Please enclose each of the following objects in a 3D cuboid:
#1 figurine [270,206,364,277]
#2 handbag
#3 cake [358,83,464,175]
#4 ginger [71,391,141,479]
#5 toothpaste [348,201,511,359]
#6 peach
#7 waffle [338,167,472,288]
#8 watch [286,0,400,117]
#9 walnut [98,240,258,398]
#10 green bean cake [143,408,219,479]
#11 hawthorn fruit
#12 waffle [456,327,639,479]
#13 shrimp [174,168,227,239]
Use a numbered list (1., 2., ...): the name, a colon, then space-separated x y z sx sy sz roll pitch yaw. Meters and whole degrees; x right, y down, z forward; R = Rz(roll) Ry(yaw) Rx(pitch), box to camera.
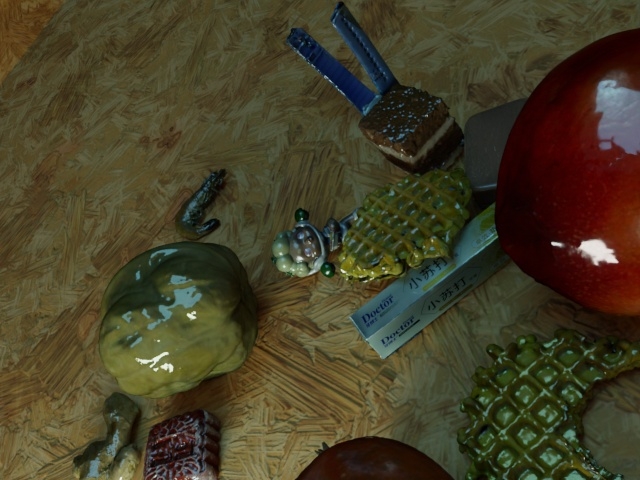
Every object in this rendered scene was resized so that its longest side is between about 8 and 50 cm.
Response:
1. figurine: -0.001 0.000 1.430 0.197 0.093 0.147 -30 71 10
2. handbag: 0.321 -0.147 1.350 0.151 0.072 0.193 -15 52 23
3. cake: 0.173 -0.193 1.427 0.134 0.147 0.135 -45 44 -7
4. ginger: -0.398 0.378 1.423 0.133 0.059 0.214 -25 48 9
5. toothpaste: 0.194 0.065 1.258 0.313 0.089 0.071 -38 49 2
6. peach: 0.417 -0.080 1.037 0.388 0.388 0.388 -18 49 21
7. waffle: 0.141 -0.029 1.307 0.245 0.052 0.254 -15 36 36
8. watch: 0.082 -0.327 1.471 0.068 0.274 0.276 -50 19 -7
9. walnut: -0.250 0.138 1.372 0.277 0.253 0.282 -30 44 7
10. green bean cake: -0.242 0.368 1.331 0.135 0.056 0.136 -20 48 17
11. hawthorn fruit: 0.063 0.368 0.991 0.276 0.276 0.307 -36 40 5
12. waffle: 0.309 0.246 1.058 0.259 0.069 0.293 -4 54 30
13. shrimp: -0.248 -0.077 1.695 0.178 0.034 0.124 -48 48 -5
